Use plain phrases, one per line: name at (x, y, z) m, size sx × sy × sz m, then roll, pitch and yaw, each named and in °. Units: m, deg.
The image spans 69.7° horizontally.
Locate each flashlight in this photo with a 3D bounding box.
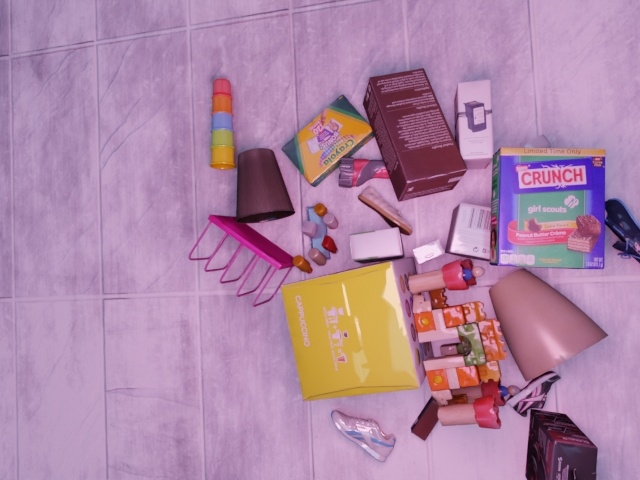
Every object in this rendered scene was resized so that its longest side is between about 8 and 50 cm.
flashlight at (0.211, -0.214, 1.502) m, size 0.304 × 0.103 × 0.103 m, roll 5°, pitch 45°, yaw 3°

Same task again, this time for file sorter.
file sorter at (-0.261, 0.068, 1.553) m, size 0.291 × 0.202 × 0.182 m, roll 35°, pitch 98°, yaw 11°

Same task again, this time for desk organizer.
desk organizer at (0.348, 0.574, 1.482) m, size 0.050 × 0.047 × 0.130 m, roll 32°, pitch 95°, yaw 9°

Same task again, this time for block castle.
block castle at (0.426, 0.282, 1.331) m, size 0.213 × 0.303 × 0.453 m, roll -14°, pitch 82°, yaw 23°

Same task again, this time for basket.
basket at (-0.203, -0.188, 1.577) m, size 0.204 × 0.154 × 0.226 m, roll -9°, pitch 82°, yaw -4°

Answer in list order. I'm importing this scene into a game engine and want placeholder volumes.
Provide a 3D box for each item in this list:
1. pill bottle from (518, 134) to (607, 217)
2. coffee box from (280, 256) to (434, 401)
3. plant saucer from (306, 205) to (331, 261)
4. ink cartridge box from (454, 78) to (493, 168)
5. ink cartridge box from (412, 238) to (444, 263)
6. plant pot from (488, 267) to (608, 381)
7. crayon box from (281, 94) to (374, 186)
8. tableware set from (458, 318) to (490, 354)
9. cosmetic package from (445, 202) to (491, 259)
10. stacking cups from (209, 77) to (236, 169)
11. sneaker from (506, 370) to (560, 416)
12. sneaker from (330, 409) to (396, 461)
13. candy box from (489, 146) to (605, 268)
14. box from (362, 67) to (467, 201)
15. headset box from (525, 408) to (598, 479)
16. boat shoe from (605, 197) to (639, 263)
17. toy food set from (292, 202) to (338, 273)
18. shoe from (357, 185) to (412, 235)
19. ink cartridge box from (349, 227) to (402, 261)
pill bottle at (0.693, -0.158, 1.376) m, size 0.169 × 0.169 × 0.301 m, roll -31°, pitch 82°, yaw 9°
coffee box at (0.123, 0.250, 1.370) m, size 0.338 × 0.334 × 0.337 m, roll -13°, pitch 85°, yaw 20°
plant saucer at (-0.006, -0.025, 1.594) m, size 0.067 × 0.018 × 0.192 m, roll -8°, pitch 87°, yaw 11°
ink cartridge box at (0.472, -0.352, 1.426) m, size 0.100 × 0.172 × 0.237 m, roll -1°, pitch 87°, yaw 12°
ink cartridge box at (0.342, 0.037, 1.464) m, size 0.089 × 0.122 × 0.052 m, roll -24°, pitch 84°, yaw 10°
plant pot at (0.633, 0.227, 1.353) m, size 0.256 × 0.256 × 0.274 m, roll -33°, pitch 66°, yaw 9°
crayon box at (0.027, -0.335, 1.565) m, size 0.278 × 0.081 × 0.165 m, roll -40°, pitch 81°, yaw 7°
tableware set at (0.500, 0.311, 1.473) m, size 0.104 × 0.024 × 0.154 m, roll 24°, pitch 94°, yaw 19°
cosmetic package at (0.476, -0.021, 1.407) m, size 0.151 × 0.184 × 0.151 m, roll 12°, pitch 90°, yaw 11°
stacking cups at (-0.345, -0.418, 1.647) m, size 0.096 × 0.096 × 0.316 m, roll 0°, pitch 85°, yaw 12°
sneaker at (0.663, 0.471, 1.406) m, size 0.178 × 0.072 × 0.077 m, roll -45°, pitch 69°, yaw 19°
sneaker at (0.138, 0.620, 1.511) m, size 0.229 × 0.087 × 0.092 m, roll 33°, pitch 88°, yaw 4°
candy box at (0.605, -0.084, 1.238) m, size 0.268 × 0.122 × 0.317 m, roll 1°, pitch 87°, yaw 7°
box at (0.281, -0.329, 1.420) m, size 0.191 × 0.143 × 0.381 m, roll -12°, pitch 69°, yaw -9°
headset box at (0.670, 0.631, 1.286) m, size 0.110 × 0.293 × 0.218 m, roll 5°, pitch 90°, yaw 12°
boat shoe at (0.912, 0.001, 1.371) m, size 0.089 × 0.109 × 0.258 m, roll -30°, pitch 66°, yaw 16°
toy food set at (0.000, 0.000, 1.551) m, size 0.111 × 0.104 × 0.232 m, roll 10°, pitch 72°, yaw 25°
shoe at (0.222, -0.099, 1.517) m, size 0.219 × 0.076 × 0.058 m, roll 40°, pitch 83°, yaw 14°
ink cartridge box at (0.184, 0.020, 1.456) m, size 0.153 × 0.208 × 0.086 m, roll -8°, pitch 83°, yaw 11°
